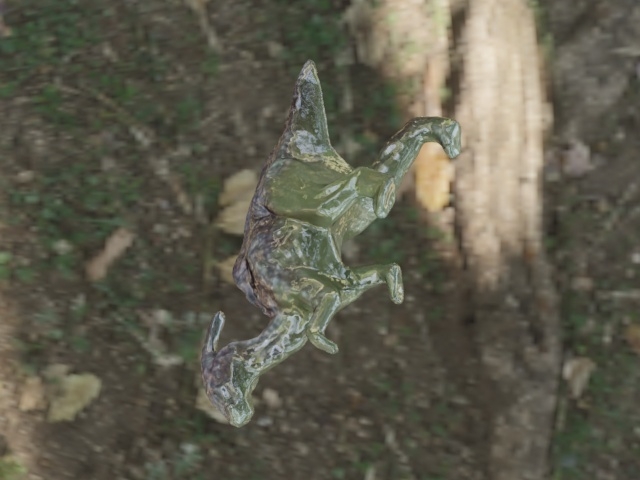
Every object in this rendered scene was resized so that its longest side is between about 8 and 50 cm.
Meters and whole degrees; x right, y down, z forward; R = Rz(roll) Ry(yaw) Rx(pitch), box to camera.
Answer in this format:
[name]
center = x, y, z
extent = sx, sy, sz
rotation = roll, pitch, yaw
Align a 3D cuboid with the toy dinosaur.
[toy dinosaur]
center = -0.004, -0.003, 1.399
extent = 0.077, 0.162, 0.294
rotation = 50, 52, -40
